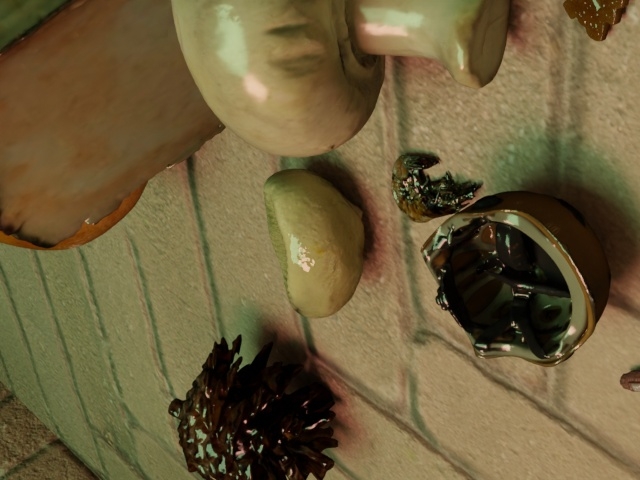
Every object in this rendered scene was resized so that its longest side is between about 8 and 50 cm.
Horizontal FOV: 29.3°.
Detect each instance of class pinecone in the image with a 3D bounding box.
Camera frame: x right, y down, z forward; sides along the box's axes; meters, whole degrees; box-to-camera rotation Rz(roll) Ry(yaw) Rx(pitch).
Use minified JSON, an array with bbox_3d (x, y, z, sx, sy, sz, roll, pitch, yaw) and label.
[{"bbox_3d":[-0.104,0.303,2.011,0.296,0.242,0.298,33,143,21],"label":"pinecone"}]

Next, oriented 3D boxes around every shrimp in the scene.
[{"bbox_3d":[0.130,-0.064,1.482,0.161,0.034,0.091,-7,112,60],"label":"shrimp"}]

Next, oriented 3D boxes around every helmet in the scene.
[{"bbox_3d":[0.226,0.026,1.326,0.224,0.130,0.198,-18,108,51],"label":"helmet"}]

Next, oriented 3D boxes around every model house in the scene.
[{"bbox_3d":[-0.358,-0.285,1.475,0.400,0.395,0.445,55,-178,19],"label":"model house"}]

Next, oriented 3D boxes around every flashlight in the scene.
[{"bbox_3d":[0.369,0.155,1.336,0.110,0.031,0.052,-12,109,60],"label":"flashlight"}]

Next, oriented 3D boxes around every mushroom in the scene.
[{"bbox_3d":[-0.015,-0.219,1.286,0.356,0.315,0.315,49,151,15],"label":"mushroom"}]

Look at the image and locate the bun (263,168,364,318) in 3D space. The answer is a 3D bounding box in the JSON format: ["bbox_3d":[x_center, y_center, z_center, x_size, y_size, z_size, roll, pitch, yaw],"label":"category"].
[{"bbox_3d":[0.000,0.000,1.672,0.222,0.128,0.222,165,90,-86],"label":"bun"}]

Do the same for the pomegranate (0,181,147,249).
[{"bbox_3d":[-0.427,-0.191,1.893,0.417,0.417,0.416,38,147,31],"label":"pomegranate"}]

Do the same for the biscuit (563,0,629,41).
[{"bbox_3d":[0.257,-0.231,1.132,0.082,0.016,0.092,61,151,2],"label":"biscuit"}]
